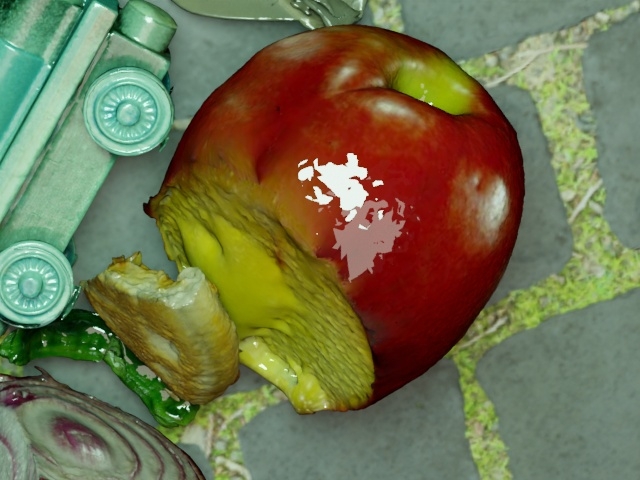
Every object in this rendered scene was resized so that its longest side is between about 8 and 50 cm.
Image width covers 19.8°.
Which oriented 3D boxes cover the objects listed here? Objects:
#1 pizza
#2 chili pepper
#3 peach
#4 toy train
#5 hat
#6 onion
[{"bbox_3d":[-0.128,0.059,1.449,0.062,0.161,0.182,-55,149,-22],"label":"pizza"},{"bbox_3d":[-0.176,0.096,1.508,0.182,0.050,0.073,23,68,-25],"label":"chili pepper"},{"bbox_3d":[0.000,0.000,1.404,0.281,0.281,0.338,25,123,-18],"label":"peach"},{"bbox_3d":[-0.237,-0.073,1.415,0.194,0.120,0.298,29,102,-14],"label":"toy train"},{"bbox_3d":[-0.044,-0.241,1.423,0.175,0.085,0.147,6,123,11],"label":"hat"},{"bbox_3d":[-0.208,0.245,1.488,0.207,0.216,0.206,23,108,-26],"label":"onion"}]
